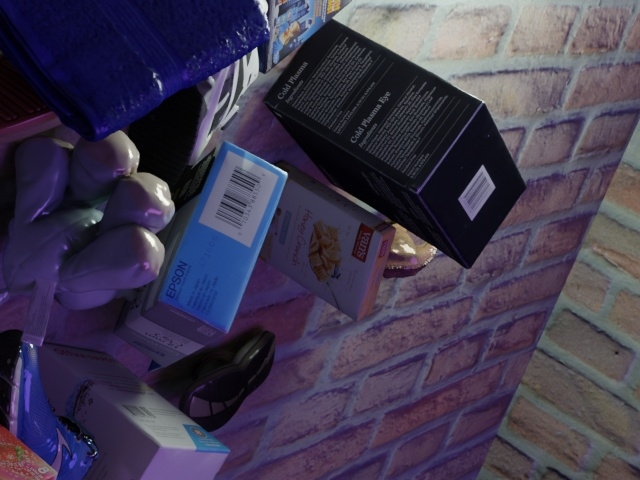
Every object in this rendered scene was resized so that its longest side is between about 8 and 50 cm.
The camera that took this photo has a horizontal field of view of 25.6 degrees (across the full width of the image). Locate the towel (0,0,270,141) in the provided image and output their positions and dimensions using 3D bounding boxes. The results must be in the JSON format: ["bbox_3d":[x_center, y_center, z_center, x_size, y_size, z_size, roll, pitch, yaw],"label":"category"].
[{"bbox_3d":[-0.231,-0.263,1.683,0.308,0.227,0.076,-36,177,-34],"label":"towel"}]

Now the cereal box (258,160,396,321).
[{"bbox_3d":[0.000,0.000,2.277,0.047,0.240,0.173,-25,138,-47],"label":"cereal box"}]

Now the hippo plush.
[{"bbox_3d":[-0.291,0.018,1.833,0.236,0.234,0.294,59,47,-72],"label":"hippo plush"}]

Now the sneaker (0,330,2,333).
[{"bbox_3d":[-0.453,0.162,1.872,0.088,0.093,0.225,-46,151,-21],"label":"sneaker"}]

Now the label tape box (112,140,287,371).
[{"bbox_3d":[-0.193,0.033,2.002,0.348,0.115,0.249,-28,-141,61],"label":"label tape box"}]

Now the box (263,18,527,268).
[{"bbox_3d":[0.128,-0.152,2.251,0.179,0.312,0.343,-55,153,-6],"label":"box"}]

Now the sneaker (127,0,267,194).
[{"bbox_3d":[-0.156,-0.201,1.944,0.146,0.122,0.330,1,119,-56],"label":"sneaker"}]

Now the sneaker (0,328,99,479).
[{"bbox_3d":[-0.378,0.255,1.844,0.147,0.130,0.330,-24,127,-37],"label":"sneaker"}]

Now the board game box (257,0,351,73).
[{"bbox_3d":[-0.032,-0.368,2.041,0.194,0.060,0.194,-35,145,-38],"label":"board game box"}]

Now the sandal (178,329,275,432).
[{"bbox_3d":[-0.171,0.238,2.430,0.303,0.086,0.120,-36,143,-62],"label":"sandal"}]

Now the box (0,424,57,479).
[{"bbox_3d":[-0.482,0.285,1.727,0.142,0.300,0.154,-20,134,-49],"label":"box"}]

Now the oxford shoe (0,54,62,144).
[{"bbox_3d":[-0.301,-0.176,1.742,0.348,0.123,0.130,-30,149,-38],"label":"oxford shoe"}]

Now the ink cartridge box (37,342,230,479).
[{"bbox_3d":[-0.320,0.306,2.045,0.197,0.270,0.198,-58,152,5],"label":"ink cartridge box"}]

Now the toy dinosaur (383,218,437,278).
[{"bbox_3d":[0.107,0.029,2.510,0.200,0.296,0.127,-99,-177,-74],"label":"toy dinosaur"}]
